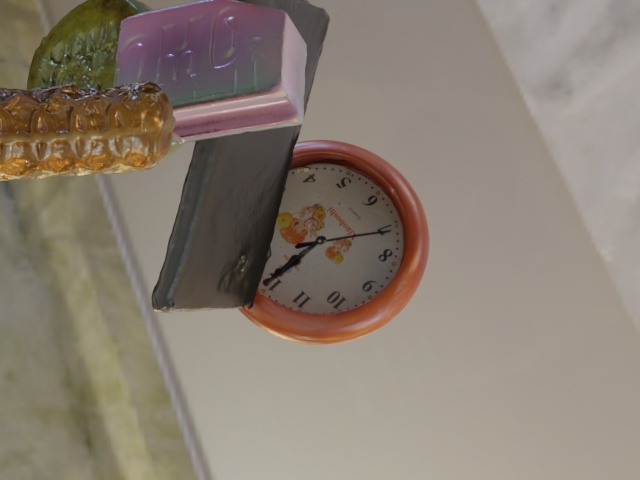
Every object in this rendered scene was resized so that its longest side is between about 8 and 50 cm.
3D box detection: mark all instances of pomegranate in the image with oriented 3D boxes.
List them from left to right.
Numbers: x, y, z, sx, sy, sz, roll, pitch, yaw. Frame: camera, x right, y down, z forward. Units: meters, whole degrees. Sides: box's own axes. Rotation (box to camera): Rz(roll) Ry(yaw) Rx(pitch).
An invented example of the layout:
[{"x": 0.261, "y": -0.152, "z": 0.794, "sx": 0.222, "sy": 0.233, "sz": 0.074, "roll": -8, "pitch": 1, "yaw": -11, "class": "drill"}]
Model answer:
[{"x": -0.196, "y": -0.178, "z": 1.444, "sx": 0.241, "sy": 0.159, "sz": 0.190, "roll": -31, "pitch": -118, "yaw": 22, "class": "pomegranate"}]

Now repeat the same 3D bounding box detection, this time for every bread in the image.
[{"x": -0.157, "y": -0.060, "z": 0.704, "sx": 0.044, "sy": 0.157, "sz": 0.052, "roll": 162, "pitch": -78, "yaw": -69, "class": "bread"}]

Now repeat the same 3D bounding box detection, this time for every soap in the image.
[{"x": -0.087, "y": -0.129, "z": 0.958, "sx": 0.149, "sy": 0.056, "sz": 0.100, "roll": -7, "pitch": -120, "yaw": 19, "class": "soap"}]

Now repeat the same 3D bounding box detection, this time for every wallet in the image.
[{"x": -0.065, "y": -0.073, "z": 1.082, "sx": 0.030, "sy": 0.146, "sz": 0.285, "roll": 20, "pitch": -82, "yaw": 30, "class": "wallet"}]

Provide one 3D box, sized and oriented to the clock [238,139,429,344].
[{"x": 0.000, "y": 0.000, "z": 1.212, "sx": 0.051, "sy": 0.205, "sz": 0.205, "roll": 87, "pitch": -19, "yaw": -67, "class": "clock"}]
